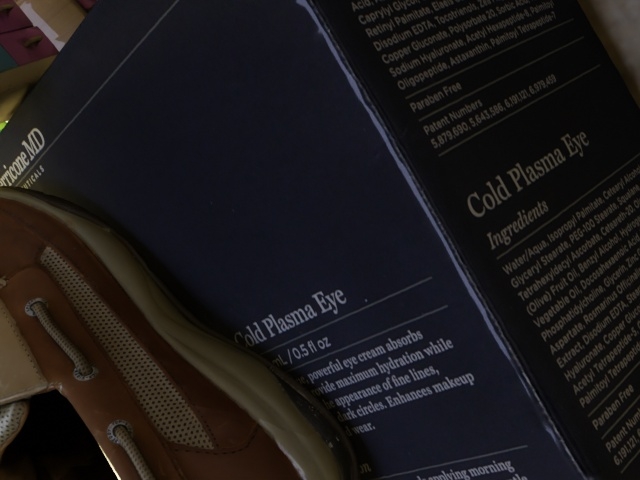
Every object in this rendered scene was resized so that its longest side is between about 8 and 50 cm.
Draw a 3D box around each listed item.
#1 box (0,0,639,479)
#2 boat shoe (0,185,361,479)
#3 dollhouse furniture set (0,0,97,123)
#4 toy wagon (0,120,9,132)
[{"bbox_3d":[0.000,0.000,0.539,0.343,0.179,0.312,-29,92,49],"label":"box"},{"bbox_3d":[-0.130,0.074,0.485,0.324,0.120,0.123,29,131,32],"label":"boat shoe"},{"bbox_3d":[-0.135,-0.240,0.532,0.303,0.286,0.198,-37,100,18],"label":"dollhouse furniture set"},{"bbox_3d":[-0.243,-0.157,0.819,0.344,0.068,0.267,22,124,39],"label":"toy wagon"}]
